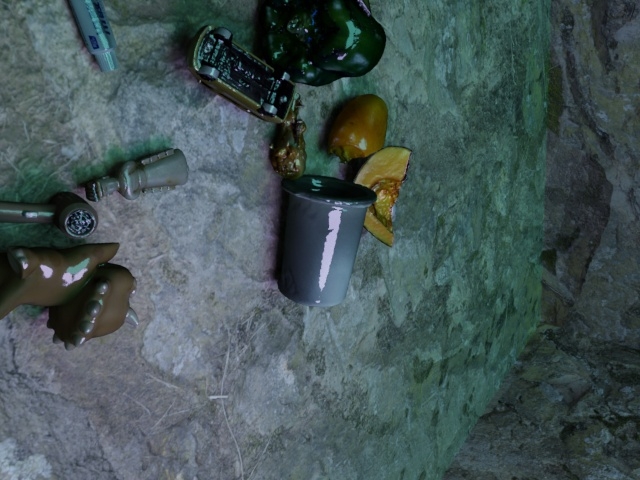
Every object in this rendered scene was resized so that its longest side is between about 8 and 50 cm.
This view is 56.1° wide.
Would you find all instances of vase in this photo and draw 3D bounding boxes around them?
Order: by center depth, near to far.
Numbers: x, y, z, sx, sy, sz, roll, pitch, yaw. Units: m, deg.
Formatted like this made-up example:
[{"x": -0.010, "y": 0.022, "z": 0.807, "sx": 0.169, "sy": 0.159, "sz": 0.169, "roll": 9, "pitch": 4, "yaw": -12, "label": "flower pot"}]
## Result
[{"x": 0.000, "y": 0.000, "z": 1.499, "sx": 0.245, "sy": 0.245, "sz": 0.291, "roll": -15, "pitch": 122, "yaw": -50, "label": "vase"}]

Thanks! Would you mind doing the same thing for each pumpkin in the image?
[{"x": 0.142, "y": -0.141, "z": 1.730, "sx": 0.169, "sy": 0.148, "sz": 0.312, "roll": -1, "pitch": 114, "yaw": -17, "label": "pumpkin"}]

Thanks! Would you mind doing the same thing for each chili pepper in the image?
[{"x": 0.012, "y": -0.464, "z": 1.334, "sx": 0.256, "sy": 0.248, "sz": 0.233, "roll": -9, "pitch": 97, "yaw": -62, "label": "chili pepper"}]

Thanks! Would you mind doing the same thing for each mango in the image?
[{"x": 0.114, "y": -0.304, "z": 1.610, "sx": 0.252, "sy": 0.126, "sz": 0.154, "roll": -56, "pitch": 130, "yaw": -38, "label": "mango"}]

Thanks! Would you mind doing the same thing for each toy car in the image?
[{"x": -0.172, "y": -0.333, "z": 1.223, "sx": 0.256, "sy": 0.124, "sz": 0.101, "roll": 25, "pitch": 82, "yaw": -44, "label": "toy car"}]

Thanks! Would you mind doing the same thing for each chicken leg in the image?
[{"x": -0.074, "y": -0.248, "z": 1.415, "sx": 0.101, "sy": 0.085, "sz": 0.208, "roll": -2, "pitch": 95, "yaw": -66, "label": "chicken leg"}]

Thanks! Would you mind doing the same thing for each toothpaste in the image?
[{"x": -0.390, "y": -0.422, "z": 0.965, "sx": 0.075, "sy": 0.048, "sz": 0.297, "roll": -39, "pitch": 128, "yaw": -40, "label": "toothpaste"}]

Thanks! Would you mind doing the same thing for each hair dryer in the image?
[{"x": -0.461, "y": -0.042, "z": 0.965, "sx": 0.181, "sy": 0.117, "sz": 0.064, "roll": 0, "pitch": 104, "yaw": -33, "label": "hair dryer"}]

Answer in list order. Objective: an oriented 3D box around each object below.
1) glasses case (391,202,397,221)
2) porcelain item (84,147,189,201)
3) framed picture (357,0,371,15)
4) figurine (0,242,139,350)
[{"x": 0.232, "y": -0.101, "z": 1.926, "sx": 0.032, "sy": 0.021, "sz": 0.083, "roll": -20, "pitch": 118, "yaw": -51, "label": "glasses case"}, {"x": -0.345, "y": -0.115, "z": 1.119, "sx": 0.213, "sy": 0.054, "sz": 0.084, "roll": -26, "pitch": 119, "yaw": -47, "label": "porcelain item"}, {"x": 0.024, "y": -0.646, "z": 1.260, "sx": 0.255, "sy": 0.014, "sz": 0.339, "roll": 44, "pitch": 31, "yaw": -37, "label": "framed picture"}, {"x": -0.421, "y": 0.096, "z": 0.989, "sx": 0.247, "sy": 0.177, "sz": 0.173, "roll": -1, "pitch": 84, "yaw": -65, "label": "figurine"}]
